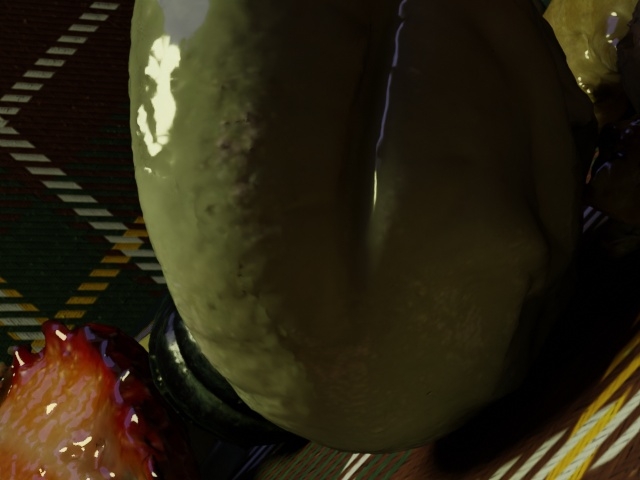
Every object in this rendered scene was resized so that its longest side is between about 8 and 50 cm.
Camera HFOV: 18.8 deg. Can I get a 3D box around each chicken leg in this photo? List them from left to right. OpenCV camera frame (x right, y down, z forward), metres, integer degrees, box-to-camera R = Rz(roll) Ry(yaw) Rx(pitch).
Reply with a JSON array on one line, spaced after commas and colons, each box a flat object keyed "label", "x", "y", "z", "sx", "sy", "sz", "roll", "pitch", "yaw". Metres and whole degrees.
[{"label": "chicken leg", "x": 0.189, "y": -0.027, "z": 0.999, "sx": 0.093, "sy": 0.070, "sz": 0.178, "roll": -55, "pitch": 17, "yaw": -7}]

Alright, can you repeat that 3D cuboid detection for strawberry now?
[{"label": "strawberry", "x": -0.176, "y": 0.195, "z": 1.600, "sx": 0.280, "sy": 0.150, "sz": 0.253, "roll": -12, "pitch": 55, "yaw": 38}]

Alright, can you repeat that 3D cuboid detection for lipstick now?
[{"label": "lipstick", "x": -0.105, "y": 0.217, "z": 1.667, "sx": 0.107, "sy": 0.025, "sz": 0.025, "roll": -54, "pitch": 7, "yaw": -6}]

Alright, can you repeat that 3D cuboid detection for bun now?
[{"label": "bun", "x": 0.041, "y": -0.057, "z": 1.096, "sx": 0.219, "sy": 0.365, "sz": 0.365, "roll": -8, "pitch": 21, "yaw": 17}]

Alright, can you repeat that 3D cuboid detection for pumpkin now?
[{"label": "pumpkin", "x": -0.040, "y": 0.062, "z": 1.541, "sx": 0.220, "sy": 0.161, "sz": 0.220, "roll": -59, "pitch": 4, "yaw": 7}]

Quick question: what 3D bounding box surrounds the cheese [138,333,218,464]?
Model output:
[{"label": "cheese", "x": -0.090, "y": 0.115, "z": 1.788, "sx": 0.214, "sy": 0.117, "sz": 0.226, "roll": -48, "pitch": 15, "yaw": -24}]

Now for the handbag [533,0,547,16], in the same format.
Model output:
[{"label": "handbag", "x": 0.089, "y": -0.156, "z": 1.927, "sx": 0.251, "sy": 0.190, "sz": 0.193, "roll": -60, "pitch": 2, "yaw": -41}]

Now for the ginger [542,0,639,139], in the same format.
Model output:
[{"label": "ginger", "x": 0.264, "y": -0.207, "z": 1.288, "sx": 0.363, "sy": 0.122, "sz": 0.348, "roll": -60, "pitch": 17, "yaw": -10}]
